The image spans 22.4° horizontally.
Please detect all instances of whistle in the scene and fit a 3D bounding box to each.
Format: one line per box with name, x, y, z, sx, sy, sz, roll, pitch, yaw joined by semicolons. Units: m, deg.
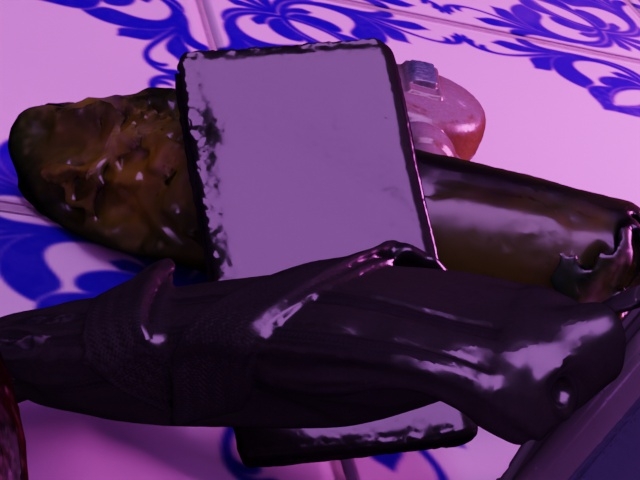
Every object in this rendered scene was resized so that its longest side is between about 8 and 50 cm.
whistle;0.069;-0.075;1.152;0.107;0.057;0.220;14;28;-8

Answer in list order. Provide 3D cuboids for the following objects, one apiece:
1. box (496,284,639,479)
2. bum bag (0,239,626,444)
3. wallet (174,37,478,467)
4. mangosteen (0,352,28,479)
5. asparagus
box;0.167;0.079;0.732;0.130;0.227;0.162;37;29;7
bum bag;-0.026;0.043;0.713;0.326;0.080;0.142;-1;7;24
wallet;0.000;0.000;0.849;0.124;0.025;0.244;-6;61;-10
mangosteen;-0.252;0.091;0.440;0.306;0.359;0.306;47;9;-10
asparagus;-0.004;-0.014;0.934;0.382;0.108;0.128;15;21;0
